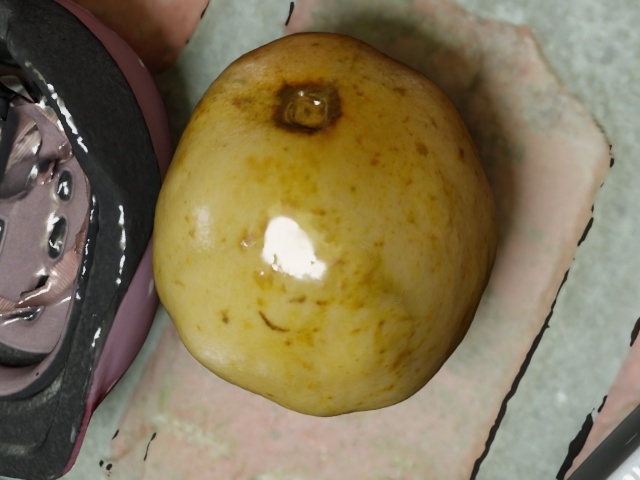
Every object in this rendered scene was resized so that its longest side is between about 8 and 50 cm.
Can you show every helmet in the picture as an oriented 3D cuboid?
[{"bbox_3d":[-0.159,-0.018,0.936,0.198,0.154,0.253,11,120,27],"label":"helmet"}]

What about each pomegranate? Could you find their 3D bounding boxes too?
[{"bbox_3d":[0.000,0.000,0.873,0.196,0.196,0.196,3,99,17],"label":"pomegranate"}]

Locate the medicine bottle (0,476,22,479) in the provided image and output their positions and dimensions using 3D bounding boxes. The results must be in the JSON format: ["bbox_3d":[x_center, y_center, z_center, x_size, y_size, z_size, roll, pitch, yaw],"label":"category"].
[{"bbox_3d":[-0.220,0.247,1.025,0.121,0.083,0.229,17,102,7],"label":"medicine bottle"}]

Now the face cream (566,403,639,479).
[{"bbox_3d":[0.211,0.157,0.814,0.187,0.201,0.201,44,108,7],"label":"face cream"}]
